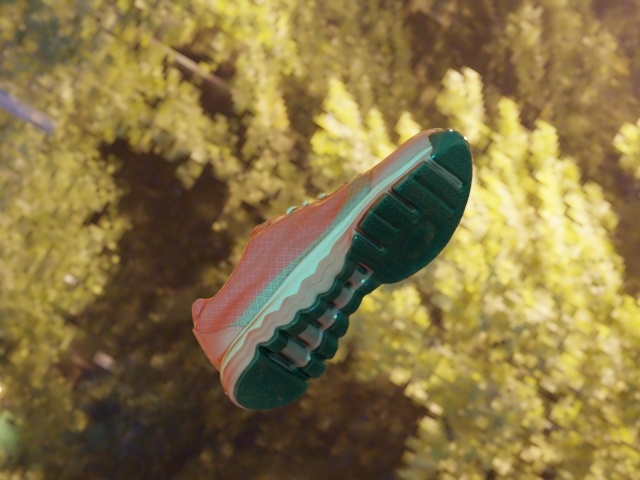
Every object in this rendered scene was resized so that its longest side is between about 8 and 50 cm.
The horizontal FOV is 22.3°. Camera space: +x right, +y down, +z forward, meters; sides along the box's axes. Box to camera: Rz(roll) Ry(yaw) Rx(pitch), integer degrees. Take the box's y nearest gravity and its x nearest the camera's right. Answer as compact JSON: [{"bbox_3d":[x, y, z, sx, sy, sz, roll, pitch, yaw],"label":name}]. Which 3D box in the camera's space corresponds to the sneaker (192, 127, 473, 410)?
[{"bbox_3d":[-0.001,0.000,1.460,0.314,0.116,0.136,-46,-128,0],"label":"sneaker"}]
